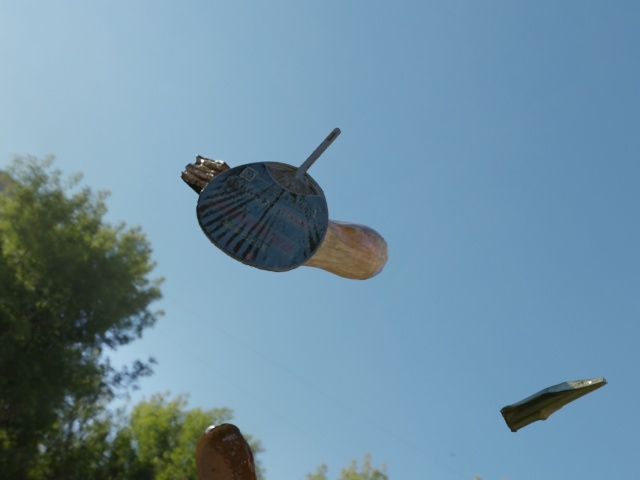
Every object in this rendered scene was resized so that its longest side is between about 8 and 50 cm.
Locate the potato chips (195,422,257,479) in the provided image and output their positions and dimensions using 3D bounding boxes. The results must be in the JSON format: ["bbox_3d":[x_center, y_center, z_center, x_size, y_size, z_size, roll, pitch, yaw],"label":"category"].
[{"bbox_3d":[-0.229,0.530,1.677,0.150,0.201,0.049,-18,-24,9],"label":"potato chips"}]

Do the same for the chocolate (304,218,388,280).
[{"bbox_3d":[0.000,0.000,1.483,0.309,0.134,0.134,15,-29,-13],"label":"chocolate"}]

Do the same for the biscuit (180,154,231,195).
[{"bbox_3d":[-0.187,-0.085,1.522,0.106,0.070,0.252,20,-18,44],"label":"biscuit"}]

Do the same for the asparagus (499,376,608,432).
[{"bbox_3d":[0.382,0.260,1.169,0.178,0.045,0.041,-31,-51,14],"label":"asparagus"}]

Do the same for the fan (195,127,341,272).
[{"bbox_3d":[-0.091,-0.081,1.196,0.223,0.294,0.012,5,-29,5],"label":"fan"}]
